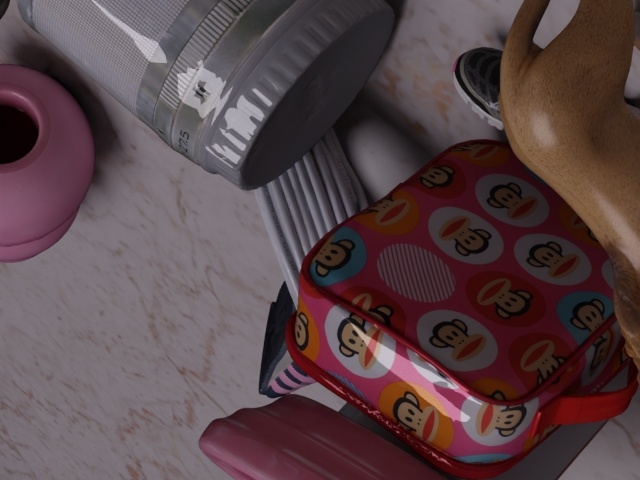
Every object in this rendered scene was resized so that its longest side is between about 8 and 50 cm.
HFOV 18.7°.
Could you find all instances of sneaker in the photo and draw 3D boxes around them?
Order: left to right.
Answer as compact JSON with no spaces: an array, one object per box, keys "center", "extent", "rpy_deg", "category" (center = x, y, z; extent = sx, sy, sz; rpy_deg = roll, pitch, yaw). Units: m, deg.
[{"center":[0.006,0.114,2.070],"extent":[0.131,0.112,0.319],"rpy_deg":[8,170,-6],"category":"sneaker"},{"center":[0.182,-0.113,1.525],"extent":[0.170,0.063,0.075],"rpy_deg":[32,151,17],"category":"sneaker"}]

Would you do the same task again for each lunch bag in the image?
[{"center":[0.145,0.056,1.558],"extent":[0.258,0.293,0.120],"rpy_deg":[34,133,23],"category":"lunch bag"}]

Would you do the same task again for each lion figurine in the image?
[{"center":[0.225,-0.043,1.355],"extent":[0.392,0.240,0.142],"rpy_deg":[46,154,1],"category":"lion figurine"}]

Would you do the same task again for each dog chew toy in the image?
[{"center":[-0.365,-0.071,2.265],"extent":[0.206,0.206,0.332],"rpy_deg":[43,162,8],"category":"dog chew toy"}]

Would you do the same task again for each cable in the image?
[{"center":[0.000,0.000,1.806],"extent":[0.257,0.089,0.257],"rpy_deg":[76,173,-61],"category":"cable"}]

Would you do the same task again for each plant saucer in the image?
[{"center":[0.057,0.225,1.590],"extent":[0.332,0.084,0.332],"rpy_deg":[32,171,6],"category":"plant saucer"}]

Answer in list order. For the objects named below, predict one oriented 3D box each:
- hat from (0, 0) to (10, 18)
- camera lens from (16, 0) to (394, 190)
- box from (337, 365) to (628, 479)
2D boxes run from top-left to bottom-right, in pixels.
[{"center":[-0.333,-0.368,1.850],"extent":[0.331,0.134,0.331],"rpy_deg":[39,141,42],"category":"hat"},{"center":[-0.103,-0.203,1.641],"extent":[0.274,0.219,0.219],"rpy_deg":[40,153,12],"category":"camera lens"},{"center":[0.121,0.184,1.863],"extent":[0.168,0.215,0.345],"rpy_deg":[45,155,2],"category":"box"}]
